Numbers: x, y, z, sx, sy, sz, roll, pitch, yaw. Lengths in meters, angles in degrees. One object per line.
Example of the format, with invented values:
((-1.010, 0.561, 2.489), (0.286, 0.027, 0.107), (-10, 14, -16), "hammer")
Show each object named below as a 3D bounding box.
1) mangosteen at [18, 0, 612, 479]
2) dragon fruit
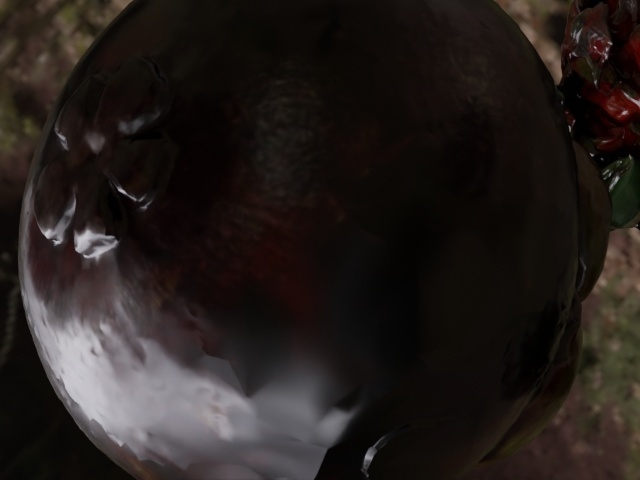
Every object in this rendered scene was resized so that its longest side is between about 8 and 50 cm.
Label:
((0.000, 0.000, 0.558), (0.210, 0.210, 0.210), (42, 177, 3), "mangosteen")
((0.215, -0.084, 0.851), (0.189, 0.182, 0.182), (-9, 149, 26), "dragon fruit")
